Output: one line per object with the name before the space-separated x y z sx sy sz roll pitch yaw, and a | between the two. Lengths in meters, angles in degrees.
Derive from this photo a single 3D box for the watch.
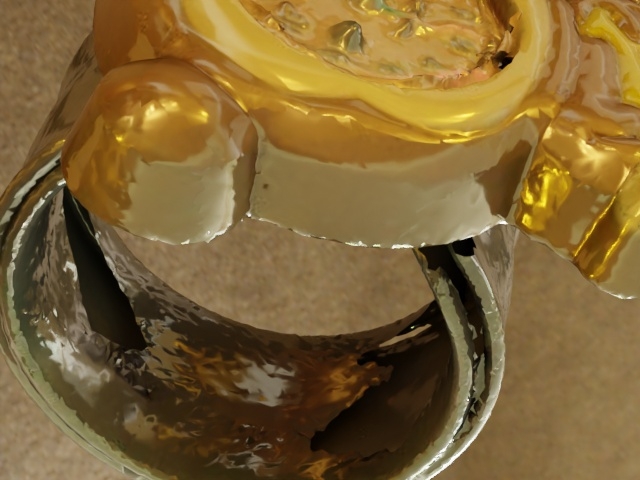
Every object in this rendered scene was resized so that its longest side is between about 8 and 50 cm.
watch | 0.000 0.000 0.846 0.335 0.314 0.327 18 130 -4
